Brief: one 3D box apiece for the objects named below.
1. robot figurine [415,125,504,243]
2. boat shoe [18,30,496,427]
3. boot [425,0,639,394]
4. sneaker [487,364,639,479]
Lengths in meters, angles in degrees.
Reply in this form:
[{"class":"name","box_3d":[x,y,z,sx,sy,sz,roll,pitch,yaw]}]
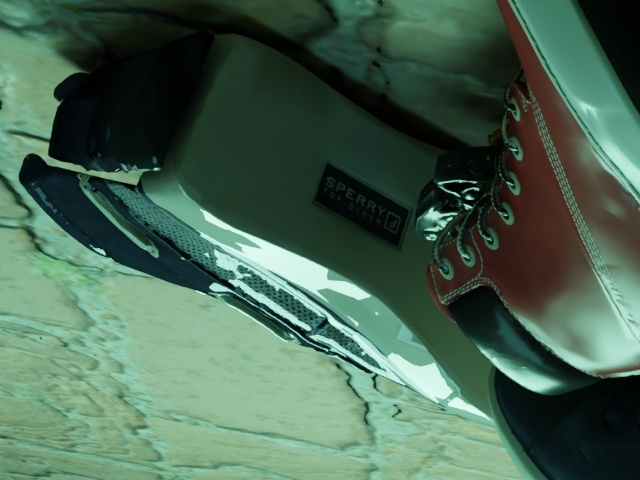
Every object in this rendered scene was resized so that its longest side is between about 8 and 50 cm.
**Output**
[{"class":"robot figurine","box_3d":[0.181,-0.022,0.874,0.211,0.085,0.291,24,157,-29]},{"class":"boat shoe","box_3d":[0.000,0.000,1.027,0.340,0.127,0.158,36,158,-33]},{"class":"boot","box_3d":[0.080,-0.040,0.756,0.176,0.088,0.244,-12,118,45]},{"class":"sneaker","box_3d":[0.213,0.082,0.786,0.350,0.131,0.148,24,145,35]}]
